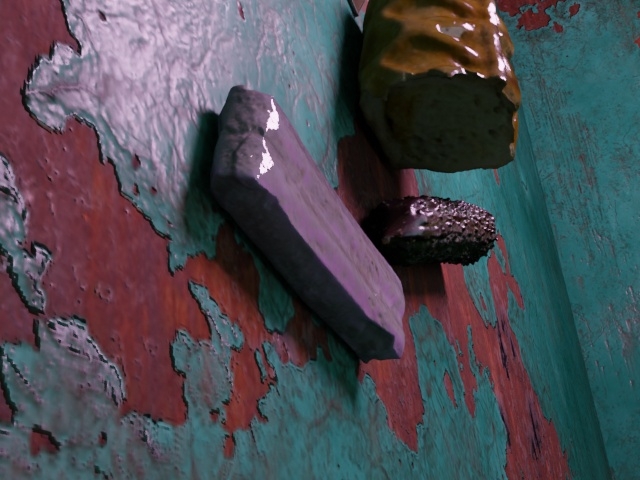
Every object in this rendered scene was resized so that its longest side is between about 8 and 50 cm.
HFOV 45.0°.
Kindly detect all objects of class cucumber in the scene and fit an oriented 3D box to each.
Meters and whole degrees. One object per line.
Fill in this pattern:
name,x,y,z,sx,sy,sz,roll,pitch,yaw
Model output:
cucumber,0.140,-0.014,0.978,0.359,0.096,0.096,4,71,-64

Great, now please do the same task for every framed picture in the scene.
framed picture,0.046,-0.362,1.103,0.066,0.006,0.089,62,25,-26

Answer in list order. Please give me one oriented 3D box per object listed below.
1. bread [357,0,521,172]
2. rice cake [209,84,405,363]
bread,0.158,-0.219,1.021,0.238,0.196,0.252,51,28,-45
rice cake,0.001,0.002,0.674,0.298,0.050,0.106,52,30,-43
